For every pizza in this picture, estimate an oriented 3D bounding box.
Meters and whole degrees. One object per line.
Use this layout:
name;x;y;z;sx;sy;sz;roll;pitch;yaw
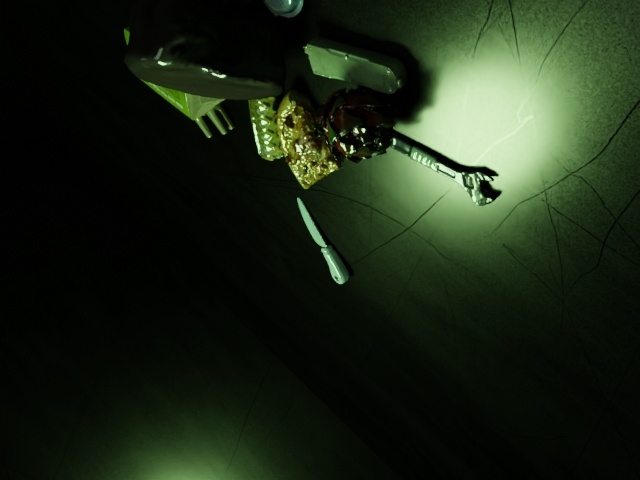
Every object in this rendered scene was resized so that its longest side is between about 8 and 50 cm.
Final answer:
pizza;-0.035;-0.260;1.658;0.226;0.086;0.335;35;150;31

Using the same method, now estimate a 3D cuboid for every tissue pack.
tissue pack;-0.436;-0.538;1.819;0.275;0.167;0.200;38;154;20

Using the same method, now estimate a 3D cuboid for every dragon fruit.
dragon fruit;0.086;-0.263;1.363;0.188;0.182;0.182;47;155;20

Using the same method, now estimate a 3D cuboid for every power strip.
power strip;0.078;-0.391;1.333;0.286;0.048;0.080;28;150;37

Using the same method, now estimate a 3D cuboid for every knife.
knife;0.000;0.001;2.021;0.331;0.044;0.080;60;160;-8

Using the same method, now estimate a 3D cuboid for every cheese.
cheese;-0.074;-0.579;1.317;0.135;0.052;0.245;50;154;-8

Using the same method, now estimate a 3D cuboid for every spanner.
spanner;0.266;-0.179;1.361;0.316;0.024;0.087;36;150;29

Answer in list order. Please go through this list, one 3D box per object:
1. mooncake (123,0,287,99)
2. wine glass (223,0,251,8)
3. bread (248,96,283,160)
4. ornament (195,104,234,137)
mooncake;-0.287;-0.471;1.456;0.351;0.381;0.212;0;85;42
wine glass;-0.223;-0.600;1.501;0.073;0.073;0.155;55;154;-12
bread;-0.156;-0.354;1.717;0.087;0.098;0.269;-1;141;4
ornament;-0.415;-0.462;2.012;0.230;0.061;0.245;4;131;59
